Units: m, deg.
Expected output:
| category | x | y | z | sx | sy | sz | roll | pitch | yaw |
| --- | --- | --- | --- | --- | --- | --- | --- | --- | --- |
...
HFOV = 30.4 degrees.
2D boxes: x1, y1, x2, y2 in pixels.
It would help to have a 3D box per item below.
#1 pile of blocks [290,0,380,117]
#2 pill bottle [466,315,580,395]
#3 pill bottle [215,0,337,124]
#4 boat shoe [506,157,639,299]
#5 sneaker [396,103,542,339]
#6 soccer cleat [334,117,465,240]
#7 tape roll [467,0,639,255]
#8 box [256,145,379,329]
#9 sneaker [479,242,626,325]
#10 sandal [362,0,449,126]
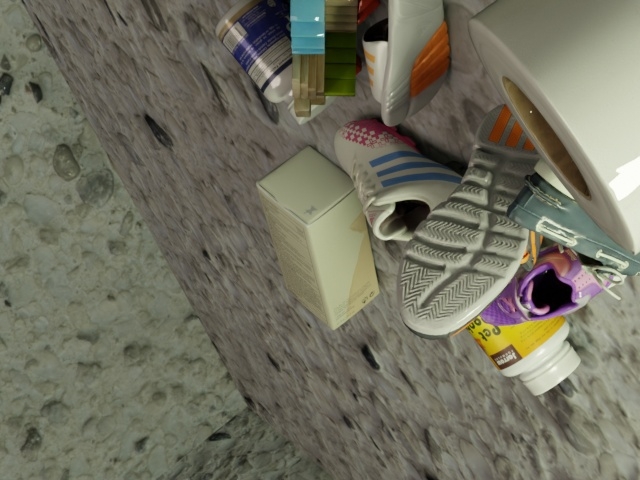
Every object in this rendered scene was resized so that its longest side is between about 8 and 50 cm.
| category | x | y | z | sx | sy | sz | roll | pitch | yaw |
| --- | --- | --- | --- | --- | --- | --- | --- | --- | --- |
| pile of blocks | 0.020 | -0.271 | 1.504 | 0.362 | 0.113 | 0.149 | 88 | -178 | -64 |
| pill bottle | 0.262 | 0.105 | 1.632 | 0.215 | 0.117 | 0.117 | 52 | 162 | 2 |
| pill bottle | -0.056 | -0.267 | 1.722 | 0.186 | 0.112 | 0.112 | 51 | 162 | 3 |
| boat shoe | 0.298 | -0.001 | 1.253 | 0.254 | 0.079 | 0.095 | 26 | -161 | -39 |
| sneaker | 0.194 | 0.011 | 1.342 | 0.125 | 0.321 | 0.180 | 21 | 151 | 24 |
| soccer cleat | 0.094 | -0.077 | 1.658 | 0.331 | 0.143 | 0.116 | 31 | 152 | 49 |
| tape roll | 0.259 | -0.134 | 0.993 | 0.246 | 0.169 | 0.246 | 55 | -176 | -6 |
| box | 0.000 | 0.000 | 2.061 | 0.148 | 0.121 | 0.311 | 41 | 158 | 32 |
| sneaker | 0.266 | 0.062 | 1.467 | 0.095 | 0.104 | 0.236 | 54 | 142 | -6 |
| sandal | 0.098 | -0.256 | 1.410 | 0.076 | 0.102 | 0.265 | 42 | 151 | 32 |
